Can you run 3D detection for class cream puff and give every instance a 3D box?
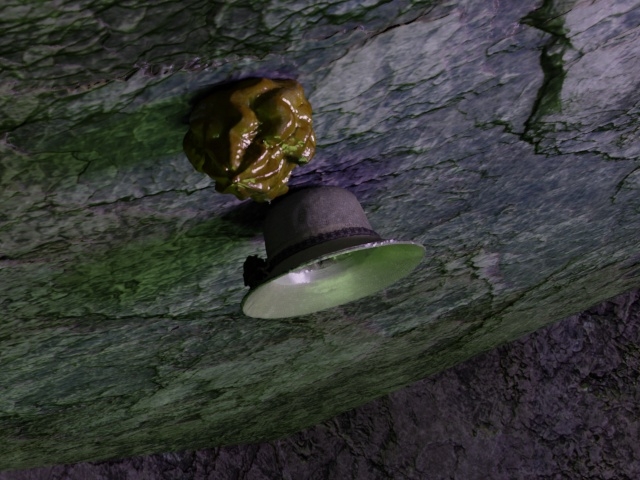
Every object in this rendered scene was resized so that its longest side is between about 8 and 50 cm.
[{"bbox_3d":[-0.064,-0.092,1.055,0.146,0.116,0.146,-16,159,-6],"label":"cream puff"}]

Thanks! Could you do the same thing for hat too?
[{"bbox_3d":[0.000,0.000,1.370,0.257,0.130,0.257,-17,162,-6],"label":"hat"}]
